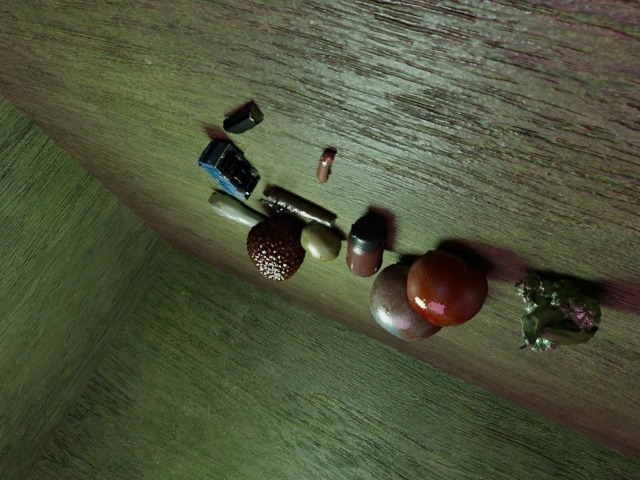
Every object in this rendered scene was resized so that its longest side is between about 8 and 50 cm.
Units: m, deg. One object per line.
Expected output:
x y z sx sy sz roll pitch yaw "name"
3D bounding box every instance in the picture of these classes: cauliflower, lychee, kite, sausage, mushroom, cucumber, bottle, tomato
0.664 0.228 1.490 0.315 0.238 0.256 -14 -172 -36 "cauliflower"
-0.184 0.028 2.236 0.276 0.304 0.276 -5 169 -1 "lychee"
-0.186 -0.137 1.987 0.169 0.015 0.310 25 -176 8 "kite"
0.013 -0.223 1.572 0.043 0.043 0.186 27 163 3 "sausage"
-0.355 -0.115 2.375 0.351 0.097 0.109 27 166 -9 "mushroom"
-0.233 -0.359 1.563 0.070 0.046 0.220 28 165 -28 "cucumber"
0.162 0.021 1.862 0.144 0.144 0.336 25 163 12 "bottle"
0.343 0.231 1.973 0.317 0.282 0.316 30 180 0 "tomato"
0.416 0.163 1.711 0.265 0.265 0.265 26 163 9 "tomato"

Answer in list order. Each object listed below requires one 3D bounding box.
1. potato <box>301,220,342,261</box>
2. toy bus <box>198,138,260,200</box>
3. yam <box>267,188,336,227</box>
0.000 0.000 2.092 0.157 0.157 0.194 14 145 39 "potato"
-0.336 -0.259 1.881 0.134 0.116 0.234 22 164 32 "toy bus"
-0.071 -0.122 1.963 0.274 0.061 0.061 25 163 7 "yam"
